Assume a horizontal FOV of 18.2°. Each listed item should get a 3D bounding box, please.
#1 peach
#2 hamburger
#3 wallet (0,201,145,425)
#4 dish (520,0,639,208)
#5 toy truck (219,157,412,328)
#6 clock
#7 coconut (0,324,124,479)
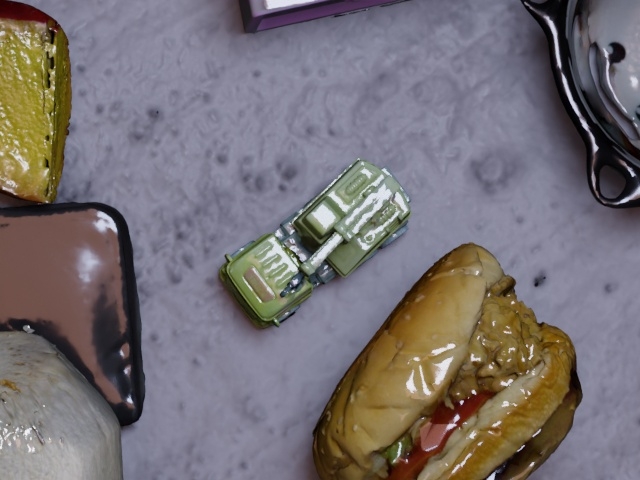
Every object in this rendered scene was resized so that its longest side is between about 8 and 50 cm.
[{"bbox_3d":[-0.253,-0.114,1.637,0.127,0.092,0.172,-23,101,0],"label":"peach"},{"bbox_3d":[0.094,0.133,1.587,0.163,0.244,0.244,43,85,-2],"label":"hamburger"},{"bbox_3d":[-0.338,0.070,1.642,0.378,0.051,0.197,-5,91,-4],"label":"wallet"},{"bbox_3d":[0.311,-0.160,1.664,0.303,0.120,0.303,0,87,-4],"label":"dish"},{"bbox_3d":[0.000,0.000,1.644,0.169,0.100,0.077,-35,89,-5],"label":"toy truck"},{"bbox_3d":[0.030,-0.225,1.633,0.197,0.150,0.063,-13,91,-4],"label":"clock"},{"bbox_3d":[-0.266,0.206,1.523,0.245,0.245,0.247,-3,108,-4],"label":"coconut"}]
